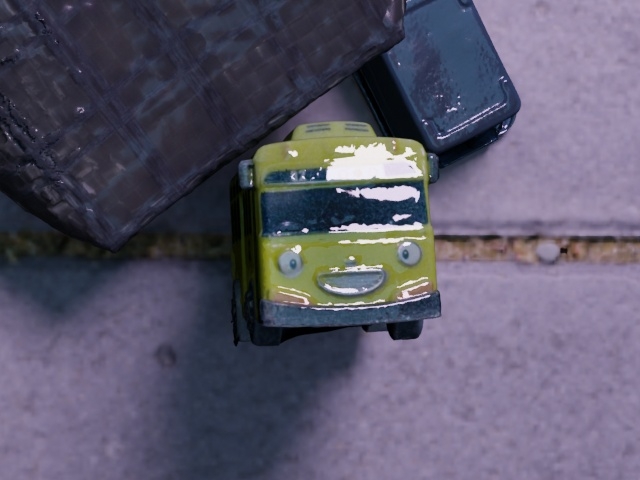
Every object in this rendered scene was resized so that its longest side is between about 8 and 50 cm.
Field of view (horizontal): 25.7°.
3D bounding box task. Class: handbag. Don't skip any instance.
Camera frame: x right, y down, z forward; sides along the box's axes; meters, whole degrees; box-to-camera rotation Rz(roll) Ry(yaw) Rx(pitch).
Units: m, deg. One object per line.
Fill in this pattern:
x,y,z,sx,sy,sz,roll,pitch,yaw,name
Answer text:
-0.084,-0.117,0.657,0.270,0.089,0.175,-35,120,7,handbag

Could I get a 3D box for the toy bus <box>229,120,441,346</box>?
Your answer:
0.000,0.000,0.672,0.088,0.175,0.101,-2,88,-8,toy bus

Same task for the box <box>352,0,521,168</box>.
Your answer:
0.060,-0.090,0.739,0.074,0.054,0.099,-27,94,-5,box
